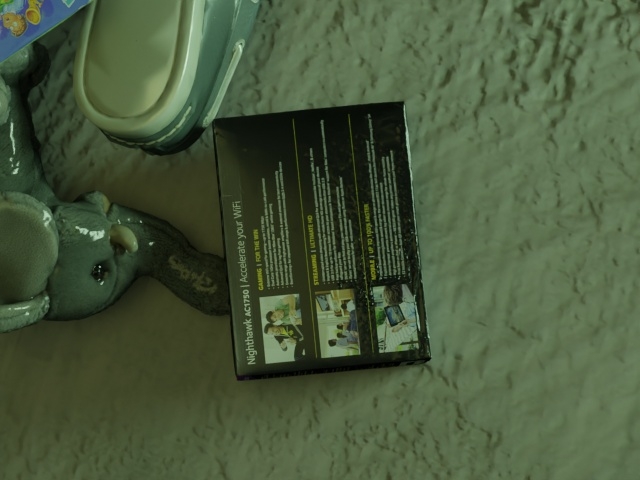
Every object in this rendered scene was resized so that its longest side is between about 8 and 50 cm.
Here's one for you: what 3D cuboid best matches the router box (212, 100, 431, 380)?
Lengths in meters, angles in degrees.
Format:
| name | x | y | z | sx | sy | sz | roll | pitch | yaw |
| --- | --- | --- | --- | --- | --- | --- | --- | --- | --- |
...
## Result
| name | x | y | z | sx | sy | sz | roll | pitch | yaw |
| --- | --- | --- | --- | --- | --- | --- | --- | --- | --- |
| router box | 0.000 | 0.000 | 1.291 | 0.133 | 0.046 | 0.178 | -5 | 83 | -3 |

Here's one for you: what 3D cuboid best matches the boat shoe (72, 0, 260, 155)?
| name | x | y | z | sx | sy | sz | roll | pitch | yaw |
| --- | --- | --- | --- | --- | --- | --- | --- | --- | --- |
| boat shoe | -0.085 | -0.209 | 1.312 | 0.116 | 0.099 | 0.319 | 10 | 76 | 21 |

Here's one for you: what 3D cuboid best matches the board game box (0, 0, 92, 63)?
| name | x | y | z | sx | sy | sz | roll | pitch | yaw |
| --- | --- | --- | --- | --- | --- | --- | --- | --- | --- |
| board game box | -0.347 | -0.136 | 1.260 | 0.347 | 0.078 | 0.233 | -35 | 41 | -6 |

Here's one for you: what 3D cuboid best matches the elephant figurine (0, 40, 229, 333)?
| name | x | y | z | sx | sy | sz | roll | pitch | yaw |
| --- | --- | --- | --- | --- | --- | --- | --- | --- | --- |
| elephant figurine | -0.206 | -0.005 | 1.308 | 0.186 | 0.169 | 0.239 | -25 | 96 | 38 |
